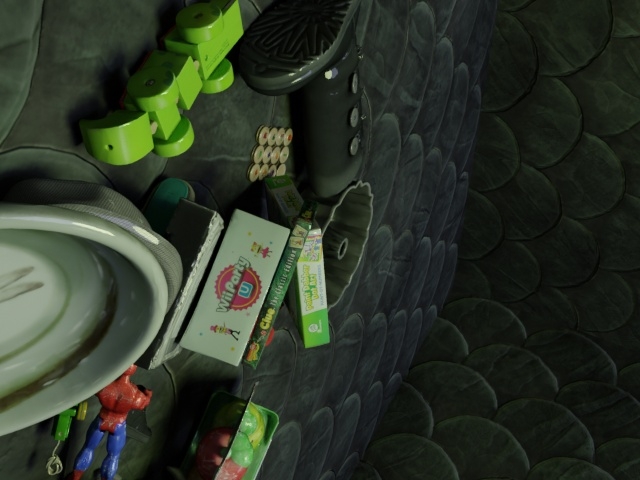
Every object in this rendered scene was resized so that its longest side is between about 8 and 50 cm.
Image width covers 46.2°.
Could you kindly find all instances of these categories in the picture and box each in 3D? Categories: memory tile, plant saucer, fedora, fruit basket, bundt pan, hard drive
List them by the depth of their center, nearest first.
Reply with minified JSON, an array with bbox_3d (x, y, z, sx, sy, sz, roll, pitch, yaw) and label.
[{"bbox_3d":[-0.360,0.076,0.753,0.400,0.100,0.400,-21,149,-13],"label":"plant saucer"},{"bbox_3d":[-0.300,0.009,0.907,0.275,0.124,0.244,27,126,-37],"label":"fedora"},{"bbox_3d":[-0.216,0.070,1.165,0.339,0.064,0.237,134,-22,-83],"label":"hard drive"},{"bbox_3d":[-0.098,-0.170,1.488,0.148,0.012,0.113,-15,122,-67],"label":"memory tile"},{"bbox_3d":[-0.184,0.446,1.514,0.353,0.165,0.327,145,-32,-79],"label":"fruit basket"},{"bbox_3d":[0.000,0.000,1.739,0.331,0.124,0.331,-51,152,-41],"label":"bundt pan"}]

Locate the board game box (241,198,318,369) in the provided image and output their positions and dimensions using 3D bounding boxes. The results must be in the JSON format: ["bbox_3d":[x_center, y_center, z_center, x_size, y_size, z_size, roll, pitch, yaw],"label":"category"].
[{"bbox_3d":[-0.064,0.068,1.215,0.136,0.030,0.260,-84,-165,-72],"label":"board game box"}]

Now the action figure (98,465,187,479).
[{"bbox_3d":[-0.357,0.568,1.291,0.341,0.178,0.330,35,67,-70],"label":"action figure"}]

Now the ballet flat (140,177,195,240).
[{"bbox_3d":[-0.267,0.013,1.141,0.248,0.086,0.086,-59,157,-31],"label":"ballet flat"}]

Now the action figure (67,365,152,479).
[{"bbox_3d":[-0.323,0.269,1.184,0.139,0.091,0.280,-82,-166,-60],"label":"action figure"}]

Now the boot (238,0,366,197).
[{"bbox_3d":[-0.015,-0.254,1.462,0.367,0.146,0.445,-55,159,-34],"label":"boot"}]

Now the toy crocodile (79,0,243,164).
[{"bbox_3d":[-0.206,-0.231,1.049,0.115,0.105,0.340,80,31,-53],"label":"toy crocodile"}]

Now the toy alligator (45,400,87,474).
[{"bbox_3d":[-0.378,0.250,1.111,0.051,0.056,0.190,-137,-119,-67],"label":"toy alligator"}]

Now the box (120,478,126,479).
[{"bbox_3d":[-0.250,0.533,1.199,0.165,0.143,0.270,-54,130,-24],"label":"box"}]

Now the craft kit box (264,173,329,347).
[{"bbox_3d":[-0.048,0.034,1.441,0.246,0.061,0.250,-116,-162,-58],"label":"craft kit box"}]

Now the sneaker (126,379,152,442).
[{"bbox_3d":[-0.320,0.291,1.292,0.089,0.051,0.170,-60,155,-12],"label":"sneaker"}]

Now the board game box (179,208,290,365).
[{"bbox_3d":[-0.140,0.087,1.250,0.303,0.097,0.224,124,-12,-81],"label":"board game box"}]

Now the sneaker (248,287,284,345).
[{"bbox_3d":[-0.127,0.101,1.511,0.107,0.118,0.279,-50,152,-45],"label":"sneaker"}]
